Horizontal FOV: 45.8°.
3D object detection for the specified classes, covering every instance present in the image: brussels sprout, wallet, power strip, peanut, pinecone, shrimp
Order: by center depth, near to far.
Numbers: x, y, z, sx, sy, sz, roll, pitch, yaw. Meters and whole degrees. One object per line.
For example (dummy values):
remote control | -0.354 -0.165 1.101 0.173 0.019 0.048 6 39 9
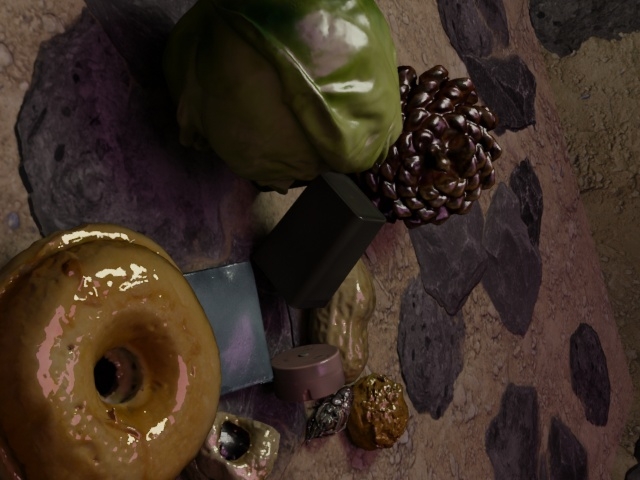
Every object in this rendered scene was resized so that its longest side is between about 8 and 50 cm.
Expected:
brussels sprout | -0.071 -0.304 1.351 0.361 0.425 0.343 73 6 -57
wallet | -0.209 0.176 1.425 0.290 0.054 0.251 -12 92 -51
power strip | -0.028 0.271 1.569 0.154 0.154 0.078 -23 105 -52
shrimp | 0.018 0.391 1.680 0.190 0.074 0.073 -36 145 -39
peanut | 0.048 0.166 1.695 0.152 0.152 0.313 20 71 -50
pinecone | 0.225 -0.240 1.843 0.397 0.397 0.398 12 75 -52

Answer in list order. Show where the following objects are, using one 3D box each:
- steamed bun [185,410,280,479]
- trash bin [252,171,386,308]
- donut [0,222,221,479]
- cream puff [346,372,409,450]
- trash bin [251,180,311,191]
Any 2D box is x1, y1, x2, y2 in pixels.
steamed bun | -0.181 0.379 1.357 0.155 0.172 0.141 39 41 -20
trash bin | 0.000 0.000 1.535 0.122 0.240 0.164 3 42 -52
donut | -0.325 0.195 1.140 0.448 0.198 0.449 8 79 -49
cream puff | 0.142 0.402 1.792 0.189 0.129 0.189 12 75 -55
trash bin | -0.045 -0.217 1.610 0.101 0.176 0.236 53 50 -34
